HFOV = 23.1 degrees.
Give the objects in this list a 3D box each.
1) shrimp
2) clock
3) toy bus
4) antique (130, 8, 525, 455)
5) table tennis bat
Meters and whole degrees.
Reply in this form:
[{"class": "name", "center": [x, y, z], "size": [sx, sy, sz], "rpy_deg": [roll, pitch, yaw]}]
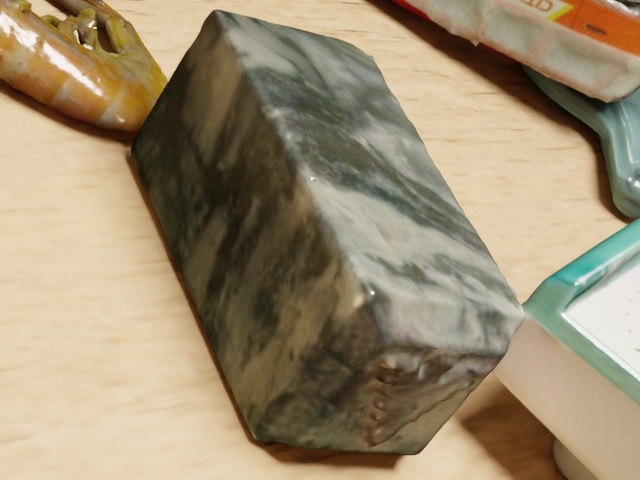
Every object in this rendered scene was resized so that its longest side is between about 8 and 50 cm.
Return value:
[{"class": "shrimp", "center": [-0.141, -0.112, 0.708], "size": [0.178, 0.034, 0.124], "rpy_deg": [27, 28, -18]}, {"class": "clock", "center": [0.215, 0.091, 0.726], "size": [0.231, 0.116, 0.262], "rpy_deg": [40, 28, 16]}, {"class": "toy bus", "center": [0.118, -0.182, 0.964], "size": [0.265, 0.120, 0.121], "rpy_deg": [27, 30, 4]}, {"class": "antique", "center": [0.000, 0.000, 0.642], "size": [0.088, 0.086, 0.183], "rpy_deg": [10, 39, -37]}, {"class": "table tennis bat", "center": [0.193, -0.084, 1.018], "size": [0.149, 0.038, 0.237], "rpy_deg": [25, 28, -14]}]
